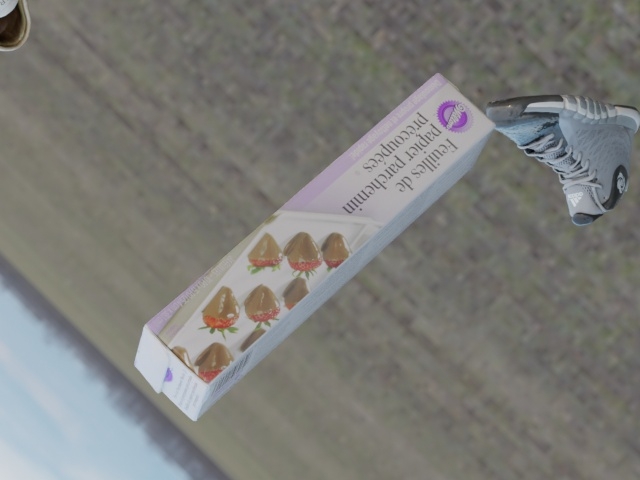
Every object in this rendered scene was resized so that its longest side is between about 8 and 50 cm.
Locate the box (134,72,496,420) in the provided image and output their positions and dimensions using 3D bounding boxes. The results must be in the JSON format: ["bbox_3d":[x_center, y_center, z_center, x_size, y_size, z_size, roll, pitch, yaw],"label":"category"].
[{"bbox_3d":[0.000,0.000,1.323,0.063,0.324,0.067,43,150,10],"label":"box"}]

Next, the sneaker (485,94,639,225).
[{"bbox_3d":[0.264,-0.083,1.945,0.229,0.132,0.086,2,177,-43],"label":"sneaker"}]

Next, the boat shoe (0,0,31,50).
[{"bbox_3d":[-0.220,-0.170,1.198,0.059,0.063,0.170,42,173,9],"label":"boat shoe"}]
